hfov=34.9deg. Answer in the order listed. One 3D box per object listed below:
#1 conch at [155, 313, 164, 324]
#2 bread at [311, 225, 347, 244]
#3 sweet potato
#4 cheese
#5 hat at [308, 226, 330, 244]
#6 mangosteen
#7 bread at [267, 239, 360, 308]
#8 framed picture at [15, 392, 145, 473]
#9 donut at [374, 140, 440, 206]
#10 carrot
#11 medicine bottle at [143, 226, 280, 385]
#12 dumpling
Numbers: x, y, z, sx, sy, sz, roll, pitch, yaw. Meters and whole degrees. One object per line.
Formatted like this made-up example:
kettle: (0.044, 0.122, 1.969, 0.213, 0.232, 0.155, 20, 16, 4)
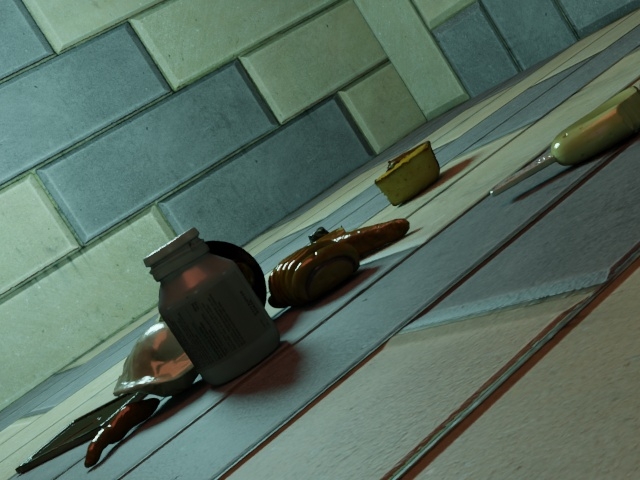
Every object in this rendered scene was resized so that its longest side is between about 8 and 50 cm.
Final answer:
conch: (-0.346, 0.139, 2.508, 0.245, 0.163, 0.178, -61, -18, 11)
bread: (0.022, 0.004, 2.197, 0.083, 0.036, 0.047, -32, 21, -3)
sweet potato: (-0.304, 0.284, 1.539, 0.044, 0.044, 0.179, -28, 6, 39)
cheese: (0.355, -0.131, 1.453, 0.255, 0.050, 0.127, -32, 7, 18)
hat: (0.000, 0.000, 2.277, 0.121, 0.050, 0.121, -34, 3, 2)
mangosteen: (-0.178, 0.103, 1.746, 0.194, 0.194, 0.230, -33, 26, -8)
bread: (-0.022, 0.055, 1.747, 0.134, 0.081, 0.225, -36, 7, -21)
framed picture: (-0.423, 0.336, 1.851, 0.250, 0.016, 0.184, -30, 6, 30)
donut: (0.204, -0.150, 2.284, 0.141, 0.085, 0.217, -29, 7, 25)
carrot: (0.080, 0.000, 1.829, 0.210, 0.061, 0.061, -23, 10, 41)
medicine bottle: (-0.166, 0.093, 1.502, 0.135, 0.215, 0.135, -32, 5, 3)
dumpling: (-0.251, 0.200, 1.602, 0.181, 0.111, 0.155, -54, 6, 9)
